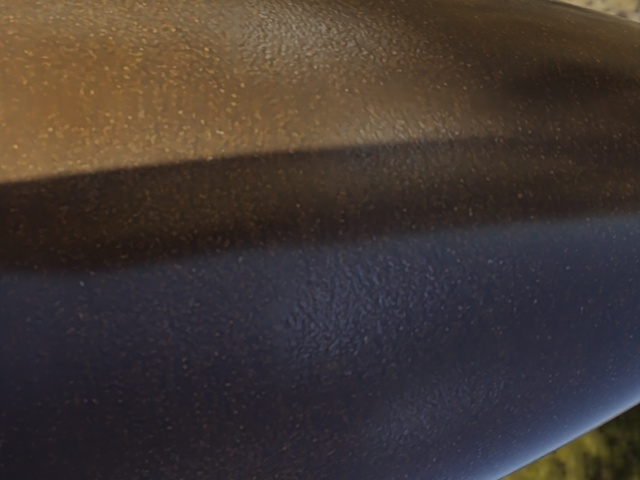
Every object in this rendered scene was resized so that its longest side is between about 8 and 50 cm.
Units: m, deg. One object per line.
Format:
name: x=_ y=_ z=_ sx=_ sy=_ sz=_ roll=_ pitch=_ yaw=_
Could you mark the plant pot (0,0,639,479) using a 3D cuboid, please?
plant pot: x=0.000 y=0.000 z=0.418 sx=0.230 sy=0.215 sz=0.215 roll=-8 pitch=167 yaw=-11
